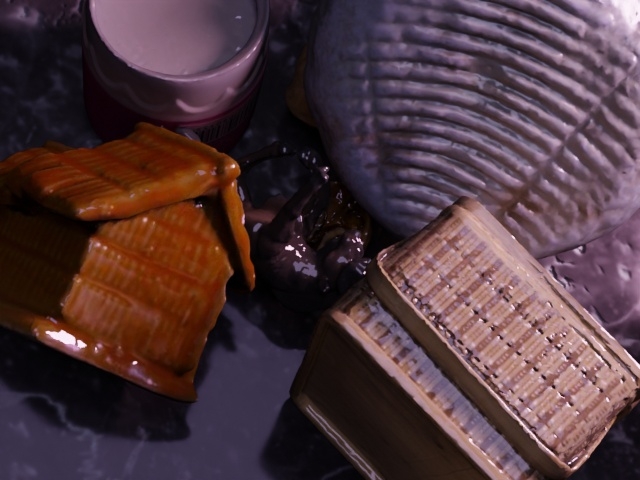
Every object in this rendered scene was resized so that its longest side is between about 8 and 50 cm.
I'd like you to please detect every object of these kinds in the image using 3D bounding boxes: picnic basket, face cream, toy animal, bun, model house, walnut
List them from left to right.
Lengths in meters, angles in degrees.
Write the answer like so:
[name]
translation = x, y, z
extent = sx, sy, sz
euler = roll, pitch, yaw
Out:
[model house]
translation = -0.188, 0.002, 1.308
extent = 0.219, 0.199, 0.229
euler = 32, 84, -42
[face cream]
translation = -0.138, -0.179, 1.383
extent = 0.175, 0.195, 0.175
euler = 4, 68, -9
[toy animal]
translation = -0.056, -0.017, 1.349
extent = 0.232, 0.084, 0.148
euler = 17, 105, 18
[walnut]
translation = 0.000, 0.000, 1.411
extent = 0.121, 0.052, 0.091
euler = -44, 69, -7
[picnic basket]
translation = 0.122, 0.120, 1.248
extent = 0.175, 0.313, 0.228
euler = -41, 80, -18
[bun]
translation = 0.156, -0.144, 1.339
extent = 0.354, 0.354, 0.194
euler = 27, 27, 3

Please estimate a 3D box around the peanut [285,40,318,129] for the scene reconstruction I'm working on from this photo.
[peanut]
translation = 0.053, -0.198, 1.470
extent = 0.108, 0.095, 0.226
euler = 40, 71, 15
